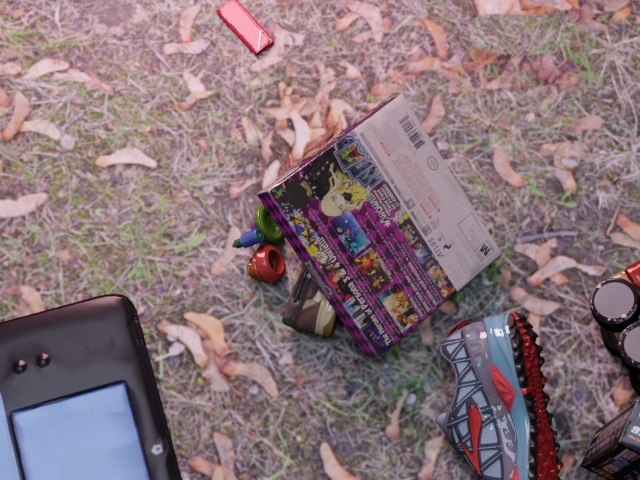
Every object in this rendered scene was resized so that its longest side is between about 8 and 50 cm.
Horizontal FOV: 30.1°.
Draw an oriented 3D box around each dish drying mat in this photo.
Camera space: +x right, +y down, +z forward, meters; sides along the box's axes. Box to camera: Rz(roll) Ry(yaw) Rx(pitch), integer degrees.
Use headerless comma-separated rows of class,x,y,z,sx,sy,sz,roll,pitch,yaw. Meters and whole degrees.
dish drying mat,-0.097,-0.277,1.540,0.032,0.008,0.083,-38,76,-10

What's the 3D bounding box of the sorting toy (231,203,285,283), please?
sorting toy,-0.075,0.006,1.432,0.042,0.061,0.102,-20,61,30

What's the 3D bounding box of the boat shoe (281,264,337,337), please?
boat shoe,0.000,0.001,1.412,0.073,0.080,0.223,9,77,-1

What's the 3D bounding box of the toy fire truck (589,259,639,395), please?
toy fire truck,0.456,0.101,1.323,0.246,0.158,0.217,-31,57,5

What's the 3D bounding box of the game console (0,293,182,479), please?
game console,-0.327,0.275,1.305,0.342,0.060,0.386,-16,72,-5

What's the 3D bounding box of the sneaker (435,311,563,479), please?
sneaker,0.197,0.216,1.346,0.125,0.104,0.262,-10,81,31

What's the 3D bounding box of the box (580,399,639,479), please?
box,0.380,0.245,1.253,0.175,0.220,0.051,26,75,10

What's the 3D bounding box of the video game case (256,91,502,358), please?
video game case,0.073,-0.018,1.370,0.210,0.042,0.232,-38,102,-22
